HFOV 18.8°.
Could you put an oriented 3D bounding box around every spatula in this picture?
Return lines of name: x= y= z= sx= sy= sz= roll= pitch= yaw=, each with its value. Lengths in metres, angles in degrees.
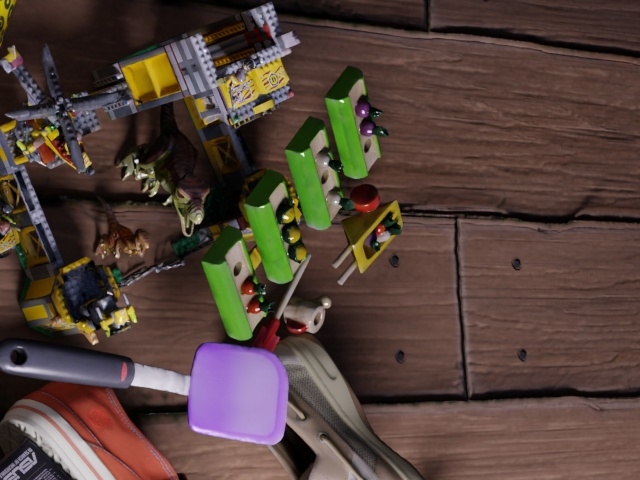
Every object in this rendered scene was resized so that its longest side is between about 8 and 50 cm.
spatula: x=-0.145 y=0.114 z=1.621 sx=0.296 sy=0.030 sz=0.084 roll=14 pitch=78 yaw=-42

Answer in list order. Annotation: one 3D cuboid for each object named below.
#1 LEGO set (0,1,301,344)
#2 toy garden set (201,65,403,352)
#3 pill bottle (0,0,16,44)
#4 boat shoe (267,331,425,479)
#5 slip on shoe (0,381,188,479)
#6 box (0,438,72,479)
LEGO set: x=-0.128 y=-0.064 z=1.659 sx=0.331 sy=0.192 sz=0.255 roll=-18 pitch=95 yaw=-38
toy garden set: x=0.000 y=0.000 z=1.739 sx=0.244 sy=0.049 sz=0.204 roll=-55 pitch=149 yaw=-28
pill bottle: x=-0.316 y=-0.180 z=1.579 sx=0.117 sy=0.117 sz=0.215 roll=28 pitch=67 yaw=-32
boat shoe: x=0.019 y=0.221 z=1.737 sx=0.098 sy=0.109 sz=0.302 roll=-23 pitch=67 yaw=-28
slip on shoe: x=-0.139 y=0.247 z=1.657 sx=0.331 sy=0.123 sz=0.101 roll=53 pitch=52 yaw=-13
box: x=-0.246 y=0.332 z=1.491 sx=0.242 sy=0.076 sz=0.307 roll=42 pitch=46 yaw=4
